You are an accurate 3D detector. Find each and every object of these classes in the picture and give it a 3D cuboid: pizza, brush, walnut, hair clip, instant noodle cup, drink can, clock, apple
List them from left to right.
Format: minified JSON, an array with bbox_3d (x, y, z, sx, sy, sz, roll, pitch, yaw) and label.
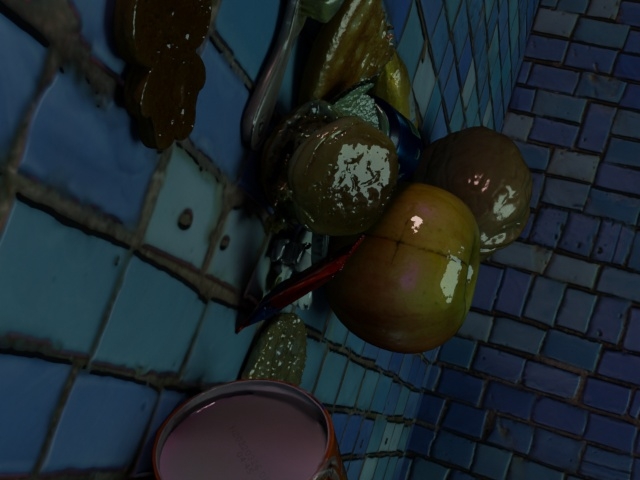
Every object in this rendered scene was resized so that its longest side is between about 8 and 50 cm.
[{"bbox_3d":[-0.075,0.290,0.894,0.250,0.250,0.192,-53,144,-50],"label":"instant noodle cup"},{"bbox_3d":[-0.027,0.032,1.115,0.172,0.049,0.116,47,64,-73],"label":"hair clip"},{"bbox_3d":[-0.014,-0.243,0.900,0.072,0.067,0.313,42,66,-72],"label":"brush"},{"bbox_3d":[0.000,0.000,1.061,0.085,0.017,0.085,4,90,-85],"label":"clock"},{"bbox_3d":[0.034,-0.243,1.034,0.201,0.053,0.193,-63,159,12],"label":"pizza"},{"bbox_3d":[0.076,-0.144,1.168,0.205,0.118,0.118,7,98,-71],"label":"drink can"},{"bbox_3d":[0.133,0.041,1.308,0.286,0.233,0.286,11,90,-71],"label":"apple"},{"bbox_3d":[0.316,-0.090,1.716,0.252,0.277,0.313,49,40,-23],"label":"walnut"}]

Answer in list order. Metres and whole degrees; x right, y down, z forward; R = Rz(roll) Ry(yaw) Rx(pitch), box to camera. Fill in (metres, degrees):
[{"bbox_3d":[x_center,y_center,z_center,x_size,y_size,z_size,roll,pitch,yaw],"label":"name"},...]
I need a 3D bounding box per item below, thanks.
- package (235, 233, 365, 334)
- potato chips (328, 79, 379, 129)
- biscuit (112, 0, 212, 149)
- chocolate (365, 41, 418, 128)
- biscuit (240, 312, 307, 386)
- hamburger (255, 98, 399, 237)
[{"bbox_3d":[-0.026,0.055,0.982,0.200,0.022,0.083,-33,-171,39],"label":"package"},{"bbox_3d":[0.015,-0.109,1.032,0.142,0.026,0.209,1,121,-30],"label":"potato chips"},{"bbox_3d":[-0.130,-0.163,0.662,0.124,0.026,0.175,-43,144,-57],"label":"biscuit"},{"bbox_3d":[0.104,-0.235,1.259,0.219,0.085,0.085,64,44,-60],"label":"chocolate"},{"bbox_3d":[-0.069,0.205,1.154,0.220,0.033,0.220,14,90,-71],"label":"biscuit"},{"bbox_3d":[0.001,-0.071,0.934,0.185,0.131,0.159,-46,137,-8],"label":"hamburger"}]
